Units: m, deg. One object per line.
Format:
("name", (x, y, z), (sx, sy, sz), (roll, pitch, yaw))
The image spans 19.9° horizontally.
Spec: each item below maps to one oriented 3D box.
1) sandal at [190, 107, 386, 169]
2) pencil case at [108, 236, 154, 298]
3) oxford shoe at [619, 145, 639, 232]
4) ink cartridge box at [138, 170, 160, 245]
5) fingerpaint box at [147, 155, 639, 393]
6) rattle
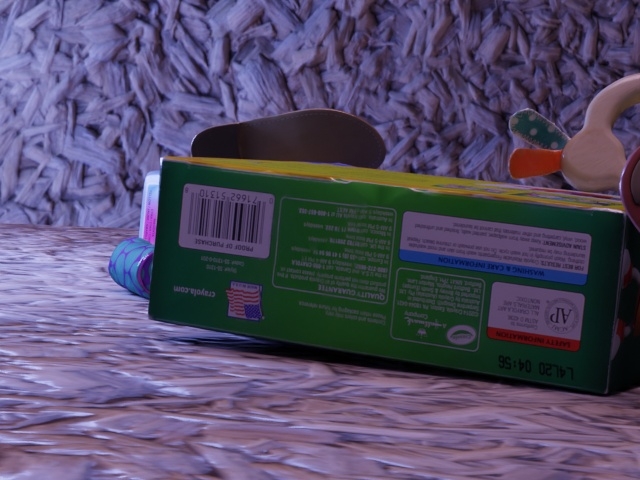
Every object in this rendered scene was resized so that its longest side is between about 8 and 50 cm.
("sandal", (-0.038, -0.122, 2.269), (0.240, 0.088, 0.079), (-2, 9, 3))
("pencil case", (-0.199, 0.032, 2.130), (0.070, 0.064, 0.152), (-14, 9, -19))
("oxford shoe", (0.383, 0.041, 1.479), (0.348, 0.123, 0.130), (37, -4, 1))
("ink cartridge box", (0.000, 0.000, 2.276), (0.270, 0.151, 0.395), (1, 6, -45))
("fingerpaint box", (0.122, 0.024, 1.726), (0.445, 0.163, 0.371), (8, 5, 25))
("rattle", (0.269, -0.075, 1.695), (0.200, 0.130, 0.143), (-19, -6, 0))
